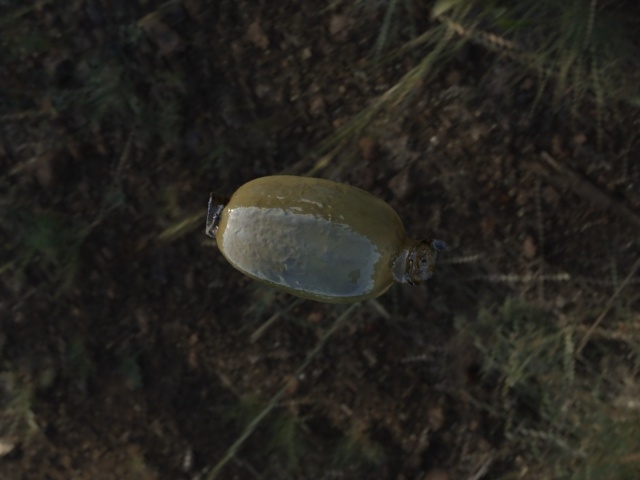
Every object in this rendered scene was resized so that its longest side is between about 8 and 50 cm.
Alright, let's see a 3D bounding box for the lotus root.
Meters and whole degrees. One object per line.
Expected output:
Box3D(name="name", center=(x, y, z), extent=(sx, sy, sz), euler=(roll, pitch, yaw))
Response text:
Box3D(name="lotus root", center=(0.000, 0.000, 0.799), extent=(0.150, 0.073, 0.062), euler=(12, 155, 11))
